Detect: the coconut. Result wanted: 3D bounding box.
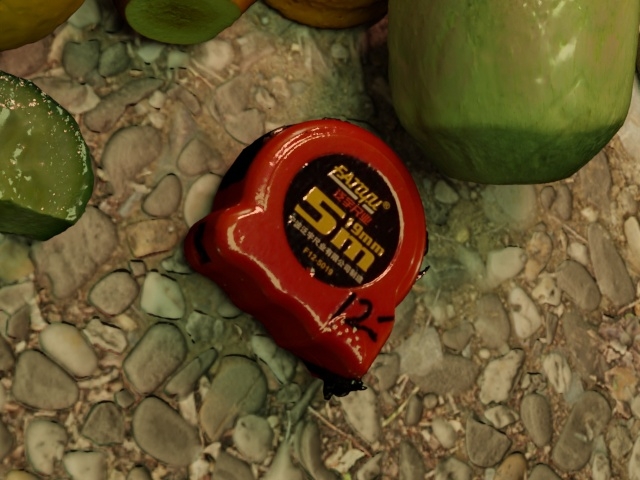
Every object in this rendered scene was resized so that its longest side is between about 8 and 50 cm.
[{"bbox_3d":[0.222,-0.228,1.135,0.328,0.281,0.328,-8,104,-36],"label":"coconut"}]

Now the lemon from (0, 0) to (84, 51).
[{"bbox_3d":[-0.298,-0.292,0.846,0.258,0.258,0.310,27,84,-23],"label":"lemon"}]

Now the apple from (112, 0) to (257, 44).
[{"bbox_3d":[-0.131,-0.282,1.038,0.147,0.146,0.163,33,68,-26],"label":"apple"}]

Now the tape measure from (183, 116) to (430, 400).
[{"bbox_3d":[-0.001,0.000,1.092,0.253,0.114,0.260,43,63,-17],"label":"tape measure"}]

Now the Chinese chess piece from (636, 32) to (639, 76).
[{"bbox_3d":[0.516,-0.260,1.432,0.144,0.058,0.144,5,80,-29],"label":"Chinese chess piece"}]

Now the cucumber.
[{"bbox_3d":[-0.317,-0.071,0.929,0.191,0.130,0.191,1,88,-34],"label":"cucumber"}]

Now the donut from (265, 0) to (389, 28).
[{"bbox_3d":[0.016,-0.402,1.151,0.303,0.110,0.303,4,82,-27],"label":"donut"}]
